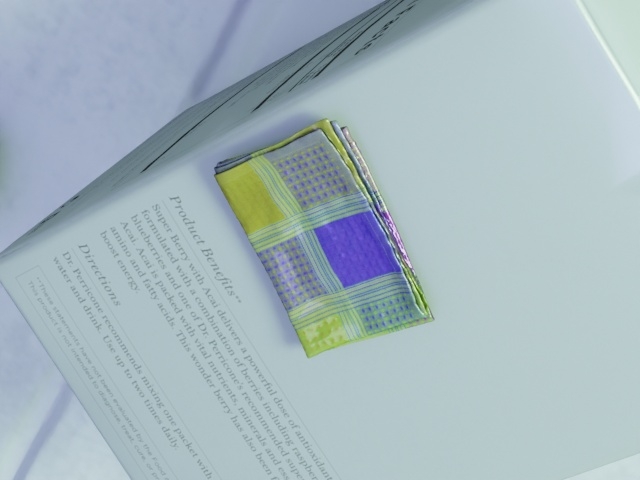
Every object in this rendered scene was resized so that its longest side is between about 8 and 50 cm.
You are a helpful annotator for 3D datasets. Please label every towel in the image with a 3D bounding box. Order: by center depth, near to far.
[{"bbox_3d":[0.000,0.000,0.710,0.060,0.009,0.083,-18,105,33],"label":"towel"}]

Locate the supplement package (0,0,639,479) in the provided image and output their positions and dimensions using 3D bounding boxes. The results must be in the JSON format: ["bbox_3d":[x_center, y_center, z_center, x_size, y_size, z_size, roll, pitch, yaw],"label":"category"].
[{"bbox_3d":[0.053,-0.006,0.796,0.293,0.175,0.177,-25,101,36],"label":"supplement package"}]
